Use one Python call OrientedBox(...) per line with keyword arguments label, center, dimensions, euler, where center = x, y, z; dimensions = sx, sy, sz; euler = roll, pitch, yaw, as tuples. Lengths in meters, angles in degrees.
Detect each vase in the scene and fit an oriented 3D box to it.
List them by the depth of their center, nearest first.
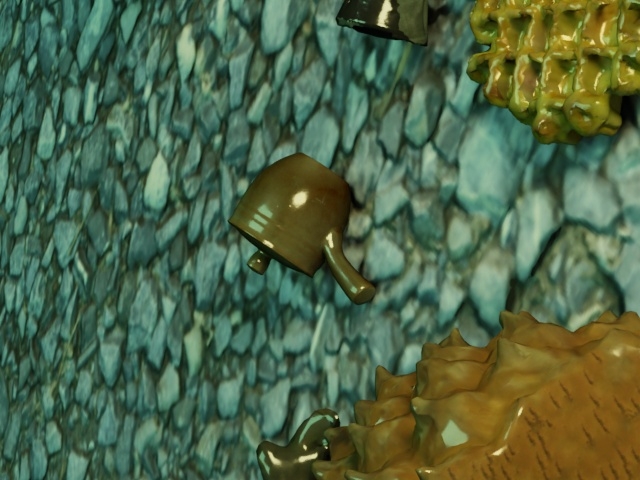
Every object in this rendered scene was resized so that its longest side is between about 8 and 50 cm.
OrientedBox(label="vase", center=(0.055, -0.204, 0.979), dimensions=(0.059, 0.059, 0.167), euler=(22, 101, 60))

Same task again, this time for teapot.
OrientedBox(label="teapot", center=(0.000, 0.000, 1.033), dimensions=(0.110, 0.085, 0.080), euler=(33, 87, 29))

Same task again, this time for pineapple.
OrientedBox(label="pineapple", center=(0.062, 0.154, 0.738), dimensions=(0.357, 0.223, 0.223), euler=(155, 120, -64))

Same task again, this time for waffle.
OrientedBox(label="waffle", center=(0.136, -0.142, 0.841), dimensions=(0.191, 0.038, 0.191), euler=(-26, 60, 56))
